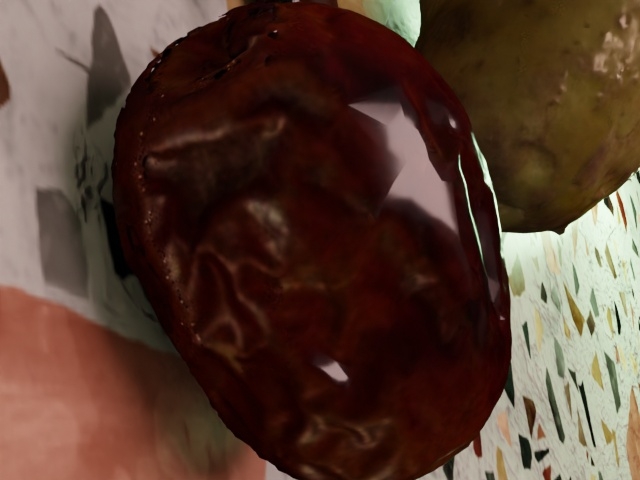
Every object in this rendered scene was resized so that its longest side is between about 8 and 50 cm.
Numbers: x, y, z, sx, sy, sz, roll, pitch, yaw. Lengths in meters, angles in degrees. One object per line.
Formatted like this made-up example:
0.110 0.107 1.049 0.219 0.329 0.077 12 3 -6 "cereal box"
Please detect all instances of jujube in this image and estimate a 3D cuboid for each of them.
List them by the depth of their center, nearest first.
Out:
0.000 0.000 0.615 0.243 0.183 0.183 64 26 -22 "jujube"

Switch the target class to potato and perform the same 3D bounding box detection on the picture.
0.200 -0.121 1.107 0.288 0.301 0.237 9 90 -31 "potato"

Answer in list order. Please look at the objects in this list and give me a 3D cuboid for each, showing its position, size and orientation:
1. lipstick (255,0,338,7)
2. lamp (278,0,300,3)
-0.008 -0.110 0.812 0.057 0.057 0.357 7 73 -66 "lipstick"
0.012 -0.039 0.748 0.108 0.130 0.371 -29 102 -68 "lamp"
